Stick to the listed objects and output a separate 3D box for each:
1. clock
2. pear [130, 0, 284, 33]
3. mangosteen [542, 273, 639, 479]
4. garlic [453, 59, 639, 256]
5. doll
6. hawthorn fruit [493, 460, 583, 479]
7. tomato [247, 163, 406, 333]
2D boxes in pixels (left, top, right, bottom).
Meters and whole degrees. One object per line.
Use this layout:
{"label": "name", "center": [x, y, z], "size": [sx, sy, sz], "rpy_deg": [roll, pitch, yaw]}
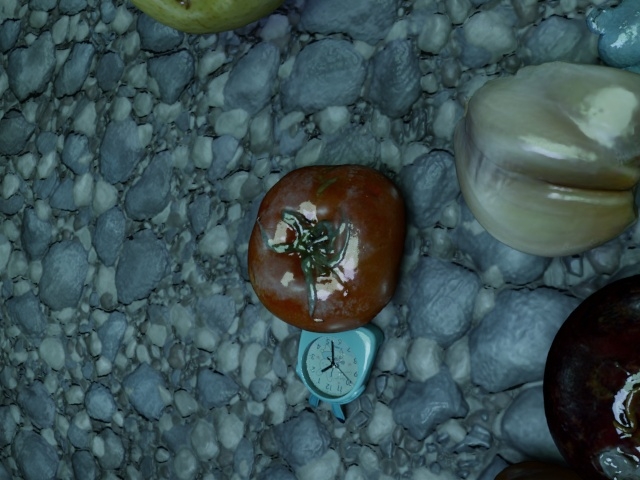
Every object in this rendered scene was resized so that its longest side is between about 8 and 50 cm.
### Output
{"label": "clock", "center": [0.019, 0.174, 0.832], "size": [0.108, 0.045, 0.147], "rpy_deg": [17, 99, 26]}
{"label": "pear", "center": [-0.153, -0.431, 0.780], "size": [0.310, 0.309, 0.308], "rpy_deg": [0, 91, 26]}
{"label": "mangosteen", "center": [0.319, 0.149, 0.562], "size": [0.236, 0.261, 0.235], "rpy_deg": [2, 93, 27]}
{"label": "garlic", "center": [0.233, -0.085, 0.662], "size": [0.228, 0.110, 0.217], "rpy_deg": [24, 127, 36]}
{"label": "doll", "center": [0.345, -0.175, 0.663], "size": [0.120, 0.075, 0.179], "rpy_deg": [-12, 108, -11]}
{"label": "hawthorn fruit", "center": [0.284, 0.344, 0.635], "size": [0.252, 0.199, 0.199], "rpy_deg": [10, 95, 11]}
{"label": "tomato", "center": [0.000, 0.000, 0.789], "size": [0.237, 0.095, 0.236], "rpy_deg": [-6, 75, 25]}
